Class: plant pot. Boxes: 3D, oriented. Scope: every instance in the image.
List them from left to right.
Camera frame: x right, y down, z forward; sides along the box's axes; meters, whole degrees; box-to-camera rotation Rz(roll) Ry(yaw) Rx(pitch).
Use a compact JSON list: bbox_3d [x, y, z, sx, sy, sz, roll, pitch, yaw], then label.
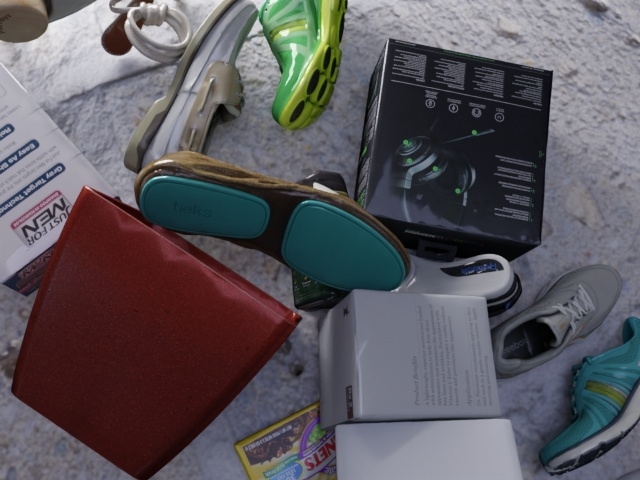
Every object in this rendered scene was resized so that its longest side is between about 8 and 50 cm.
[{"bbox_3d":[-0.198,0.121,0.818,0.267,0.267,0.236,33,86,3],"label":"plant pot"}]

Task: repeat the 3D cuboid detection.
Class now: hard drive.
[{"bbox_3d":[0.121,0.337,0.695,0.202,0.040,0.308,-2,51,0],"label":"hard drive"}]

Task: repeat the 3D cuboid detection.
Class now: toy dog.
[{"bbox_3d":[-0.343,-0.351,0.990,0.333,0.161,0.220,11,70,-19],"label":"toy dog"}]

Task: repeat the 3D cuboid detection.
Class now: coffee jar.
[{"bbox_3d":[0.000,0.000,0.943,0.079,0.096,0.185,4,73,-41],"label":"coffee jar"}]

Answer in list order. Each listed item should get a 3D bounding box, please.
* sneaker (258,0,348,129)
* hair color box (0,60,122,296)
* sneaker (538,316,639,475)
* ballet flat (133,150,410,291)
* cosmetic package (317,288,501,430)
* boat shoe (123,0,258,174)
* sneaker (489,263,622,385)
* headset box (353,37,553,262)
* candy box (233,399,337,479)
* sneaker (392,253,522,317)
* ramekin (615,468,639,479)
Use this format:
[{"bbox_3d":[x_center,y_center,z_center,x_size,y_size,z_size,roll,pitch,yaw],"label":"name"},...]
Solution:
[{"bbox_3d":[-0.033,-0.299,1.026,0.123,0.109,0.296,6,74,16],"label":"sneaker"},{"bbox_3d":[-0.427,-0.116,0.871,0.174,0.105,0.347,-41,83,-15],"label":"hair color box"},{"bbox_3d":[0.391,0.216,0.948,0.275,0.107,0.110,-39,64,-19],"label":"sneaker"},{"bbox_3d":[-0.052,-0.034,0.835,0.342,0.116,0.124,15,30,-12],"label":"ballet flat"},{"bbox_3d":[0.103,0.158,0.865,0.183,0.151,0.151,5,68,-16],"label":"cosmetic package"},{"bbox_3d":[-0.158,-0.209,0.978,0.103,0.113,0.302,29,85,0],"label":"boat shoe"},{"bbox_3d":[0.327,0.114,0.939,0.262,0.121,0.099,-33,82,-13],"label":"sneaker"},{"bbox_3d":[0.183,-0.112,0.975,0.246,0.131,0.283,9,75,-5],"label":"headset box"},{"bbox_3d":[-0.001,0.272,0.910,0.205,0.027,0.105,-25,81,-12],"label":"candy box"},{"bbox_3d":[0.171,0.075,0.957,0.216,0.121,0.079,-2,66,28],"label":"sneaker"},{"bbox_3d":[0.484,0.437,0.868,0.277,0.135,0.277,2,75,-7],"label":"ramekin"}]
